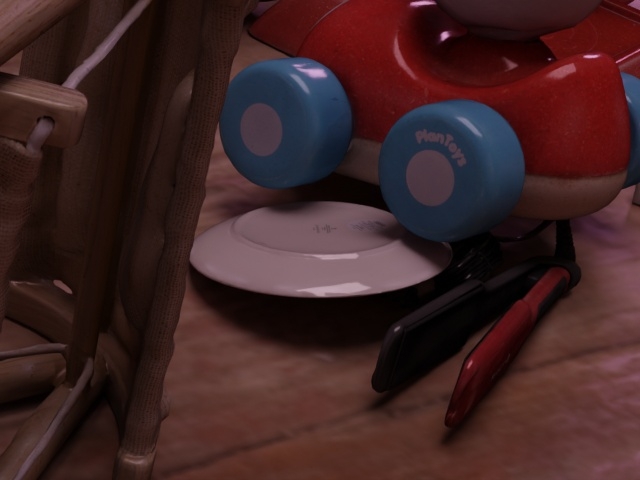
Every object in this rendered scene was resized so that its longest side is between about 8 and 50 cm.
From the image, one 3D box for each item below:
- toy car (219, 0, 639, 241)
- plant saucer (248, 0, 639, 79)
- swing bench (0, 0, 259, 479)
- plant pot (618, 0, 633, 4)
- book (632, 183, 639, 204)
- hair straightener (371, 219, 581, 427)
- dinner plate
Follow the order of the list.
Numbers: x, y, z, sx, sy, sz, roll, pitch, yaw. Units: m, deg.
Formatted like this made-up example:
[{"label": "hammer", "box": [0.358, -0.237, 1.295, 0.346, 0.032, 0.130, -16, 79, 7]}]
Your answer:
[{"label": "toy car", "box": [0.087, -0.143, 0.956, 0.210, 0.237, 0.219, 18, 19, 33]}, {"label": "plant saucer", "box": [0.125, -0.148, 1.218, 0.258, 0.047, 0.259, 29, 34, 25]}, {"label": "swing bench", "box": [-0.136, -0.009, 0.668, 0.165, 0.253, 0.255, 28, 34, 24]}, {"label": "plant pot", "box": [0.182, -0.353, 1.334, 0.243, 0.275, 0.275, 27, 32, 21]}, {"label": "book", "box": [0.266, -0.049, 1.125, 0.096, 0.035, 0.144, 17, 32, 12]}, {"label": "hair straightener", "box": [0.079, 0.022, 0.906, 0.089, 0.047, 0.230, 24, 31, 17]}, {"label": "dinner plate", "box": [0.000, 0.000, 0.907, 0.141, 0.017, 0.141, 2, 19, -1]}]
